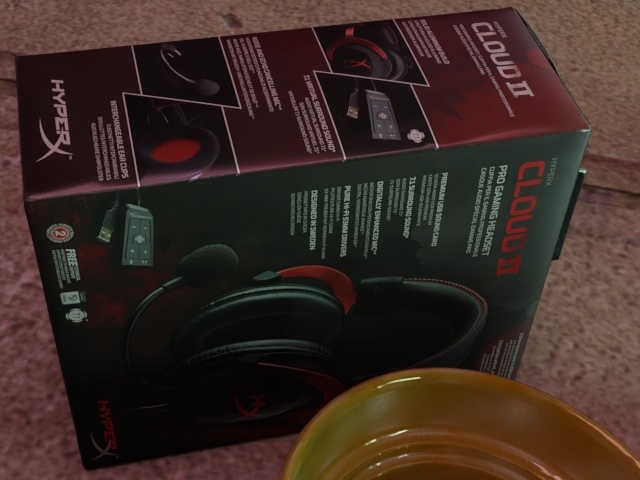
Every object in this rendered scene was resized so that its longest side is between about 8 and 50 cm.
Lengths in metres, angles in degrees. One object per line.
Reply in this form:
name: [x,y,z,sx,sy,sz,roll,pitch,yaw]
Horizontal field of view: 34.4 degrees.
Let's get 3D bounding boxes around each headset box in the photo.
headset box: [0.000,0.000,0.567,0.293,0.218,0.110,-8,47,-12]

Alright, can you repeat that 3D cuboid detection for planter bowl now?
planter bowl: [0.070,0.171,0.478,0.217,0.090,0.217,12,41,-11]
